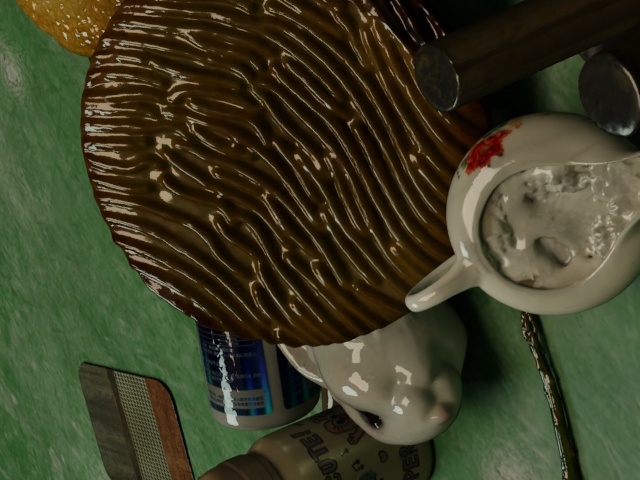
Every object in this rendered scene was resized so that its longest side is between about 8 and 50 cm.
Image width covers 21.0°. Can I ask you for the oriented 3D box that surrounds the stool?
[{"bbox_3d":[0.175,-0.181,1.024,0.272,0.178,0.272,37,137,45],"label":"stool"}]

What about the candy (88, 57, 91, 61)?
[{"bbox_3d":[-0.220,-0.249,1.739,0.083,0.091,0.305,-48,47,19],"label":"candy"}]

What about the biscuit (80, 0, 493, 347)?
[{"bbox_3d":[-0.030,-0.068,1.275,0.317,0.040,0.318,5,110,14],"label":"biscuit"}]

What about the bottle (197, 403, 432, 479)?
[{"bbox_3d":[-0.006,0.208,1.500,0.110,0.209,0.097,23,126,51],"label":"bottle"}]

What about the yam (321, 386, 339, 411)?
[{"bbox_3d":[0.026,0.276,1.649,0.045,0.045,0.327,12,118,33],"label":"yam"}]

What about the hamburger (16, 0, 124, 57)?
[{"bbox_3d":[-0.176,-0.309,1.521,0.314,0.170,0.290,10,118,55],"label":"hamburger"}]

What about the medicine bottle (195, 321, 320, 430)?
[{"bbox_3d":[-0.064,0.072,1.616,0.107,0.107,0.192,18,121,53],"label":"medicine bottle"}]

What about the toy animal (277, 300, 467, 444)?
[{"bbox_3d":[0.000,0.000,1.420,0.258,0.194,0.357,-5,110,49],"label":"toy animal"}]

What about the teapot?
[{"bbox_3d":[0.154,-0.014,1.201,0.226,0.092,0.145,-35,97,23],"label":"teapot"}]

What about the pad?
[{"bbox_3d":[-0.222,0.314,2.054,0.250,0.055,0.323,3,92,57],"label":"pad"}]

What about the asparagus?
[{"bbox_3d":[0.179,0.122,1.347,0.016,0.016,0.163,-168,61,-76],"label":"asparagus"}]

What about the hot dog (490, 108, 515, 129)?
[{"bbox_3d":[0.131,-0.031,1.301,0.090,0.060,0.140,35,125,46],"label":"hot dog"}]
